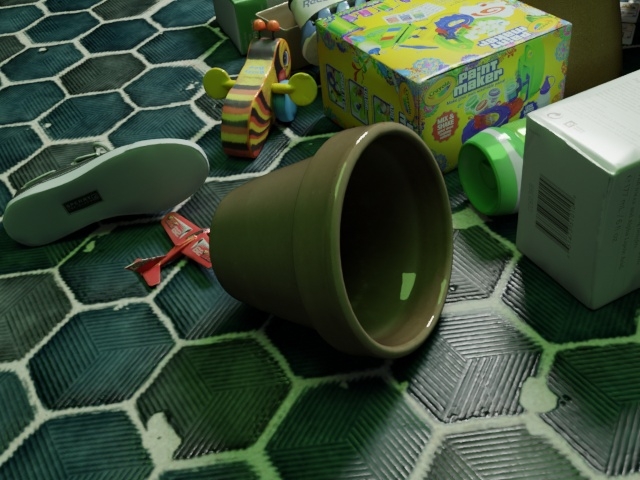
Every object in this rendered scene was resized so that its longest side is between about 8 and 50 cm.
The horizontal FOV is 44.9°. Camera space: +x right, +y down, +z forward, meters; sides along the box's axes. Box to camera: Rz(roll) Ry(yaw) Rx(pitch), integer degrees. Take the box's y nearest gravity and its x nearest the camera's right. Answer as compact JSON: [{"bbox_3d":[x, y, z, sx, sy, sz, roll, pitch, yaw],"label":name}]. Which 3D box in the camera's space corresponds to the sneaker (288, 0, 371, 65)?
[{"bbox_3d":[0.075,-0.456,1.385,0.315,0.127,0.182,-25,68,-11],"label":"sneaker"}]

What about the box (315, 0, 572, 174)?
[{"bbox_3d":[0.189,-0.271,1.242,0.289,0.177,0.279,-24,42,-21],"label":"box"}]

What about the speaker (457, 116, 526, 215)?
[{"bbox_3d":[0.348,-0.130,1.087,0.296,0.131,0.131,-19,40,-15],"label":"speaker"}]

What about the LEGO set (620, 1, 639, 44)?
[{"bbox_3d":[0.653,-0.418,1.477,0.244,0.060,0.183,10,54,22],"label":"LEGO set"}]

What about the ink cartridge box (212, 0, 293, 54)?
[{"bbox_3d":[-0.066,-0.512,1.620,0.289,0.122,0.211,-17,40,-12],"label":"ink cartridge box"}]

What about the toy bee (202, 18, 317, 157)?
[{"bbox_3d":[-0.105,-0.281,1.314,0.195,0.162,0.298,-7,39,2],"label":"toy bee"}]

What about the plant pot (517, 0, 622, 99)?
[{"bbox_3d":[0.407,-0.407,1.317,0.237,0.255,0.237,-4,38,3],"label":"plant pot"}]

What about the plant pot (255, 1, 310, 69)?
[{"bbox_3d":[-0.046,-0.393,1.492,0.109,0.096,0.109,-28,44,-23],"label":"plant pot"}]

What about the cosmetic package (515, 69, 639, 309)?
[{"bbox_3d":[0.446,-0.099,0.966,0.384,0.217,0.156,-23,42,-15],"label":"cosmetic package"}]

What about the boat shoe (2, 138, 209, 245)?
[{"bbox_3d":[-0.314,-0.085,1.145,0.306,0.113,0.105,-23,33,4],"label":"boat shoe"}]

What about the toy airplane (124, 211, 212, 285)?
[{"bbox_3d":[-0.197,0.016,1.066,0.151,0.028,0.151,-5,38,4],"label":"toy airplane"}]

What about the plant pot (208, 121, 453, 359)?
[{"bbox_3d":[0.000,0.000,0.912,0.229,0.263,0.263,0,36,37],"label":"plant pot"}]
